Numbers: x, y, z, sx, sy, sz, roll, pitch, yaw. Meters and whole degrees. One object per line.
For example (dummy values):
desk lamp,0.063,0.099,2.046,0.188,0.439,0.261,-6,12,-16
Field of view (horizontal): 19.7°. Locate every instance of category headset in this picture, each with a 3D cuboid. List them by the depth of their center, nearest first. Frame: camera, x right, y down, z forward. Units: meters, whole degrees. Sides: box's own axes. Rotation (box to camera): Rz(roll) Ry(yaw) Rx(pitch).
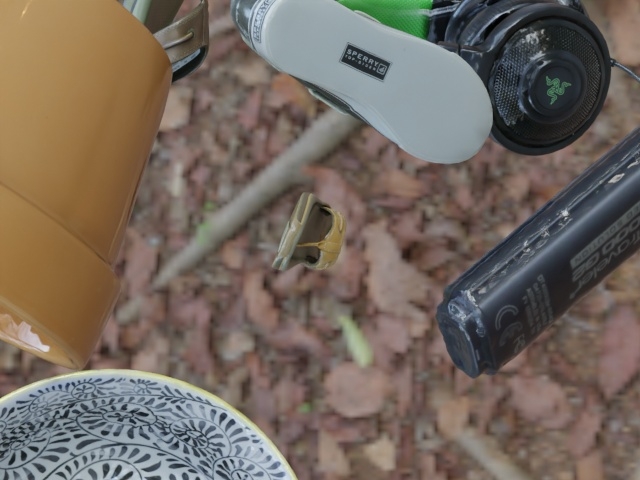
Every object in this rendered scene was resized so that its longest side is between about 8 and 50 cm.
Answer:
headset,0.187,-0.186,1.614,0.243,0.394,0.185,-85,3,-72

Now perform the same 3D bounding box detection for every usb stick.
usb stick,0.183,-0.018,1.159,0.045,0.278,0.077,34,154,38

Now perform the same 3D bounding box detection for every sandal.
sandal,0.000,0.000,1.640,0.049,0.180,0.072,20,90,13
sandal,-0.160,-0.185,1.845,0.086,0.120,0.302,25,93,9

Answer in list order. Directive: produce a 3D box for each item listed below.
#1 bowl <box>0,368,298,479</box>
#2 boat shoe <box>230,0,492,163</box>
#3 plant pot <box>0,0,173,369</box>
bowl,-0.090,0.134,0.739,0.080,0.170,0.170,178,96,-77
boat shoe,0.032,-0.125,1.309,0.077,0.219,0.070,-60,34,2
plant pot,-0.227,-0.074,1.178,0.291,0.291,0.203,18,73,47
